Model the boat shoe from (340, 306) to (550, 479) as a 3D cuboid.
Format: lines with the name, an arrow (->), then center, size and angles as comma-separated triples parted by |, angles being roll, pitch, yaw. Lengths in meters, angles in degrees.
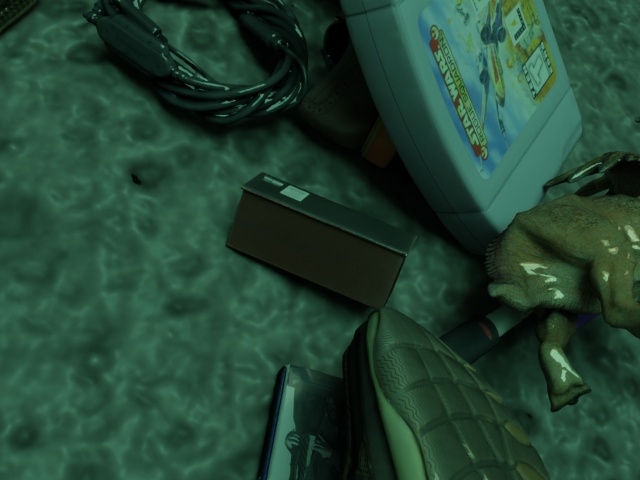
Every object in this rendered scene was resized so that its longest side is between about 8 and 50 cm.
boat shoe -> 0.048, 0.172, 0.409 | 0.132, 0.130, 0.355 | 38, 22, -26

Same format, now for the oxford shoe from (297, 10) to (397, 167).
oxford shoe -> 0.063, -0.192, 0.720 | 0.098, 0.097, 0.271 | 24, 57, -3

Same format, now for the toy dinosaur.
toy dinosaur -> 0.209, 0.002, 0.620 | 0.296, 0.127, 0.200 | -9, 55, -24

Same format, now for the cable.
cable -> -0.087, -0.166, 0.670 | 0.184, 0.047, 0.150 | 32, 48, 6

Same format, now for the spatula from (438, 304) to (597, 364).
spatula -> 0.140, 0.063, 0.643 | 0.296, 0.030, 0.084 | -23, 74, -40

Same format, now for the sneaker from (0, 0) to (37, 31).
sneaker -> -0.280, -0.166, 0.589 | 0.071, 0.066, 0.188 | 28, 49, 13

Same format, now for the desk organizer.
desk organizer -> 0.000, 0.000, 0.615 | 0.130, 0.050, 0.047 | 23, 22, 7

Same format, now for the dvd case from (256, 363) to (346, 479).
dvd case -> 0.037, 0.215, 0.530 | 0.179, 0.029, 0.238 | 19, 58, -13

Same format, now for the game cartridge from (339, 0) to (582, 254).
game cartridge -> 0.116, -0.144, 0.648 | 0.198, 0.062, 0.297 | -54, 127, -37
